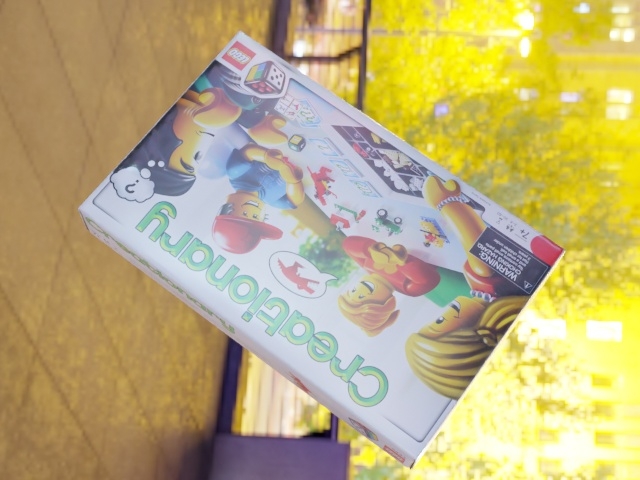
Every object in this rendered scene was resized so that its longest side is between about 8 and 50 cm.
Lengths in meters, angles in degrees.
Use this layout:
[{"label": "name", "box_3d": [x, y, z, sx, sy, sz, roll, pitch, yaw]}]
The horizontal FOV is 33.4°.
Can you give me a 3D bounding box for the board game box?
[{"label": "board game box", "box_3d": [0.000, 0.000, 0.796, 0.193, 0.305, 0.053, -52, 169, -18]}]
